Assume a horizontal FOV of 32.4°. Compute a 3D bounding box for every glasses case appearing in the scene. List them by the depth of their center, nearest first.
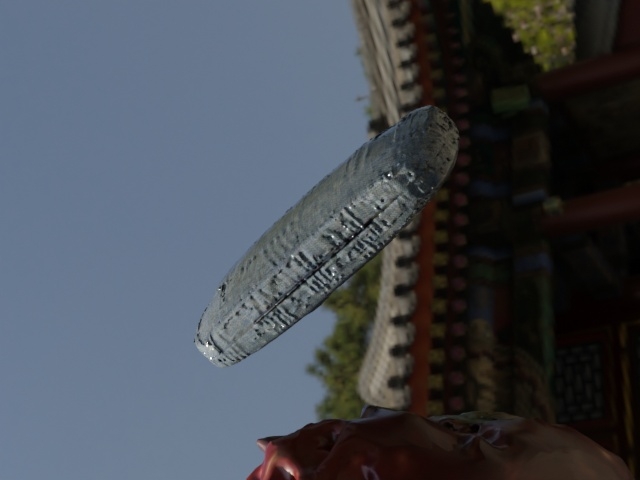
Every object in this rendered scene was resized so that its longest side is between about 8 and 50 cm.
[{"bbox_3d":[0.000,0.000,0.869,0.067,0.282,0.109,41,-154,-12],"label":"glasses case"}]

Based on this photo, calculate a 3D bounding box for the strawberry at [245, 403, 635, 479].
[{"bbox_3d":[0.100,0.274,0.670,0.317,0.295,0.345,42,-166,-50],"label":"strawberry"}]
